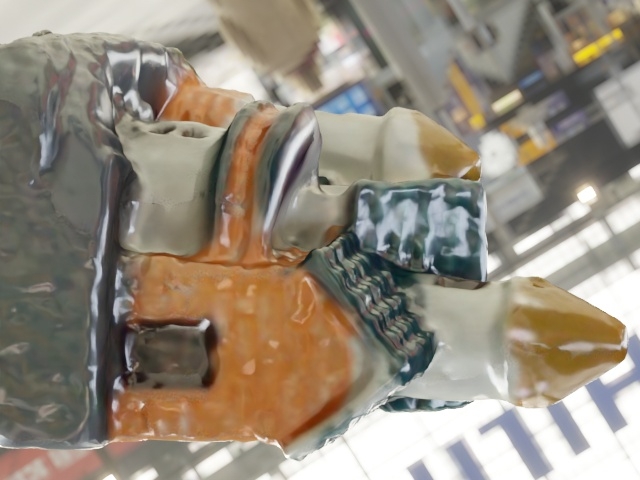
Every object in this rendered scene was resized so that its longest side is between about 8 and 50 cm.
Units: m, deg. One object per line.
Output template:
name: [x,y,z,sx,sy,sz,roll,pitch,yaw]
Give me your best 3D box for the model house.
model house: [0.000,0.000,0.866,0.301,0.190,0.271,4,-176,13]
